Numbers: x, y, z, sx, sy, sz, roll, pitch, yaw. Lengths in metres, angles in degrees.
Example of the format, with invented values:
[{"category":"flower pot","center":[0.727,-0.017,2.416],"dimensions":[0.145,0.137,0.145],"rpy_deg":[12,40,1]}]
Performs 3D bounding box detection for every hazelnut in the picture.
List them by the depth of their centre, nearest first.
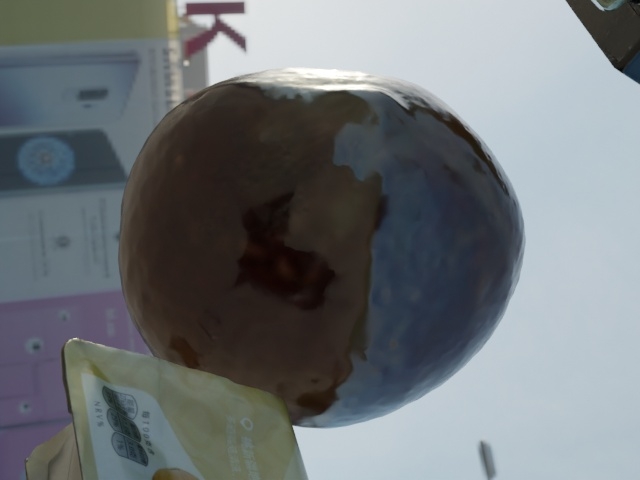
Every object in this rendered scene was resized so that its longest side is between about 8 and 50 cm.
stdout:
[{"category":"hazelnut","center":[0.000,0.000,1.141],"dimensions":[0.421,0.420,0.353],"rpy_deg":[124,-16,-62]}]

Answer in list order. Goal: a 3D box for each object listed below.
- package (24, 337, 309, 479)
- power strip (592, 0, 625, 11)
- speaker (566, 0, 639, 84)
[{"category":"package","center":[-0.107,0.249,0.768],"dimensions":[0.165,0.221,0.311],"rpy_deg":[-47,-140,25]},{"category":"power strip","center":[0.256,-0.361,1.146],"dimensions":[0.270,0.118,0.046],"rpy_deg":[47,10,0]},{"category":"speaker","center":[0.438,-0.276,1.343],"dimensions":[0.184,0.232,0.254],"rpy_deg":[-50,-148,25]}]
